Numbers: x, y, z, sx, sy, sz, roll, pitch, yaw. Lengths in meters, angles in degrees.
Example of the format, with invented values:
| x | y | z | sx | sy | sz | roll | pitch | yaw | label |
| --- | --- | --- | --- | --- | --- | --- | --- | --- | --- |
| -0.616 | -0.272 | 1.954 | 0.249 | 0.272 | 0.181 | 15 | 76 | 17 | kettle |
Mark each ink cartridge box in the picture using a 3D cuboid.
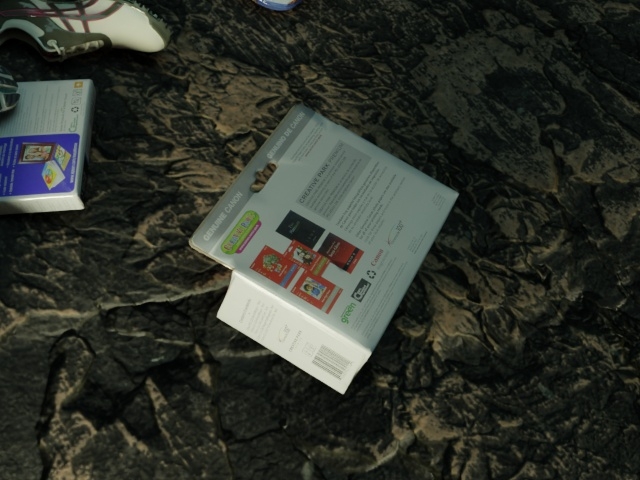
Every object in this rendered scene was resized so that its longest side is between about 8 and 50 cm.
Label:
| x | y | z | sx | sy | sz | roll | pitch | yaw | label |
| --- | --- | --- | --- | --- | --- | --- | --- | --- | --- |
| -0.417 | -0.128 | 1.194 | 0.208 | 0.045 | 0.206 | -2 | 58 | -2 | ink cartridge box |
| 0.000 | 0.000 | 1.216 | 0.271 | 0.130 | 0.309 | 31 | 54 | 4 | ink cartridge box |

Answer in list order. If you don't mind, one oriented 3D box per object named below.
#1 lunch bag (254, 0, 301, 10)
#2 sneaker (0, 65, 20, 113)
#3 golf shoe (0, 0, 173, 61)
| x | y | z | sx | sy | sz | roll | pitch | yaw | label |
| --- | --- | --- | --- | --- | --- | --- | --- | --- | --- |
| -0.106 | -0.537 | 1.534 | 0.303 | 0.115 | 0.243 | 32 | 52 | 3 | lunch bag |
| -0.533 | -0.177 | 1.141 | 0.275 | 0.110 | 0.107 | -15 | 75 | -28 | sneaker |
| -0.362 | -0.313 | 1.325 | 0.272 | 0.105 | 0.120 | 13 | 73 | -5 | golf shoe |
